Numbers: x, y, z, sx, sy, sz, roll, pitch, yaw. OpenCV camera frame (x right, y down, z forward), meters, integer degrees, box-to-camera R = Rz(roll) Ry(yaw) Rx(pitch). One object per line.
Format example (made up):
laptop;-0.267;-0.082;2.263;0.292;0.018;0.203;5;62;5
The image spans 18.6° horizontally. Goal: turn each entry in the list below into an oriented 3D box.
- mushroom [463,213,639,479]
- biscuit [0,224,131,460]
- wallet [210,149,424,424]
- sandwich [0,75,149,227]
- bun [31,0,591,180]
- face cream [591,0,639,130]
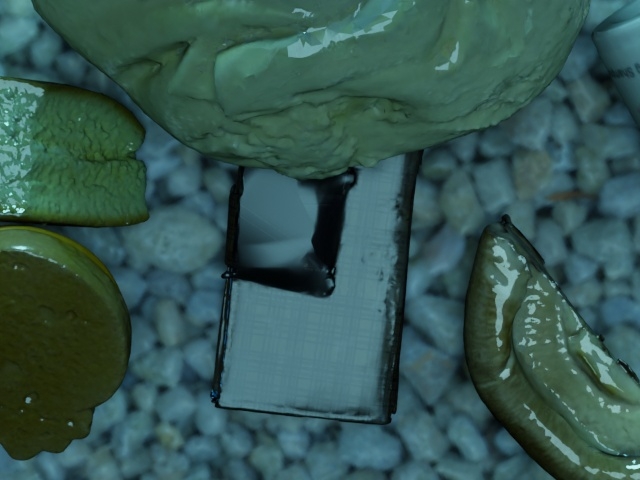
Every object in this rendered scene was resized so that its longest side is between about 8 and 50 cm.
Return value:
mushroom;0.152;0.088;1.268;0.094;0.072;0.210;-42;94;-2
biscuit;-0.195;0.062;1.229;0.170;0.050;0.170;3;125;4
wallet;0.000;0.000;1.261;0.124;0.042;0.230;6;95;-7
sandwich;-0.224;-0.059;1.212;0.244;0.088;0.090;6;91;-5
bun;-0.006;-0.206;1.141;0.359;0.211;0.360;0;88;-6
face cream;0.319;-0.004;1.236;0.145;0.145;0.370;-29;96;-2
